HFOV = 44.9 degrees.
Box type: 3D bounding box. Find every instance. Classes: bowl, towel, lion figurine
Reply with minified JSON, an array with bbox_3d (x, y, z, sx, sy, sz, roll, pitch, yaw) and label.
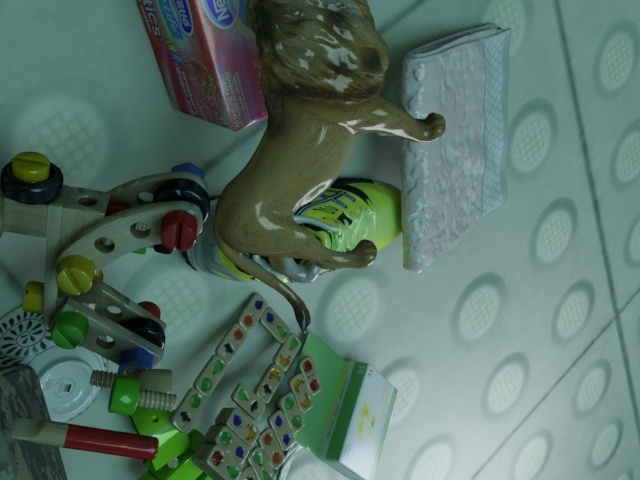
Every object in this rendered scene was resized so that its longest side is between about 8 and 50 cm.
[{"bbox_3d":[-0.323,0.163,0.939,0.170,0.080,0.170,-16,117,-35],"label":"bowl"},{"bbox_3d":[0.218,-0.155,1.221,0.317,0.053,0.331,-32,126,-47],"label":"towel"},{"bbox_3d":[-0.025,-0.089,0.843,0.240,0.142,0.392,17,102,-34],"label":"lion figurine"}]

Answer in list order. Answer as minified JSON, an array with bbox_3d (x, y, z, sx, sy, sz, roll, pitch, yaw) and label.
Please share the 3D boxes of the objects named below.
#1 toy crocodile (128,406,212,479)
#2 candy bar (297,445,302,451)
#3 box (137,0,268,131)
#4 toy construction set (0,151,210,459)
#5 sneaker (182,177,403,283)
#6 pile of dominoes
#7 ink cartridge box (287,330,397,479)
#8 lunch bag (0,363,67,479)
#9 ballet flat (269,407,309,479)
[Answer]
[{"bbox_3d":[-0.184,0.361,1.131,0.115,0.105,0.340,-42,134,-20],"label":"toy crocodile"},{"bbox_3d":[-0.048,0.342,1.282,0.161,0.018,0.040,-27,123,-30],"label":"candy bar"},{"bbox_3d":[-0.118,-0.295,0.873,0.142,0.154,0.300,-31,126,-27],"label":"box"},{"bbox_3d":[-0.260,0.053,0.796,0.237,0.257,0.308,13,59,-17],"label":"toy construction set"},{"bbox_3d":[0.000,0.000,1.095,0.385,0.147,0.145,-14,114,-38],"label":"sneaker"},{"bbox_3d":[-0.084,0.228,1.101,0.196,0.040,0.251,50,52,-24],"label":"pile of dominoes"},{"bbox_3d":[0.035,0.273,1.253,0.235,0.056,0.171,48,53,-45],"label":"ink cartridge box"},{"bbox_3d":[-0.400,0.291,0.778,0.256,0.212,0.305,-16,90,-6],"label":"lunch bag"},{"bbox_3d":[-0.058,0.322,1.238,0.168,0.057,0.052,-65,151,-13],"label":"ballet flat"}]
